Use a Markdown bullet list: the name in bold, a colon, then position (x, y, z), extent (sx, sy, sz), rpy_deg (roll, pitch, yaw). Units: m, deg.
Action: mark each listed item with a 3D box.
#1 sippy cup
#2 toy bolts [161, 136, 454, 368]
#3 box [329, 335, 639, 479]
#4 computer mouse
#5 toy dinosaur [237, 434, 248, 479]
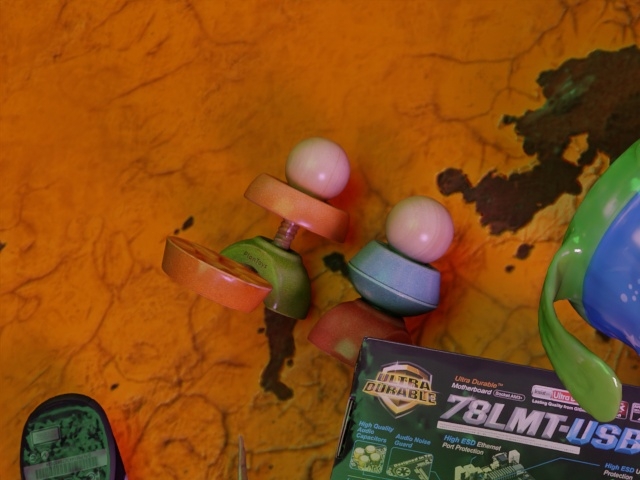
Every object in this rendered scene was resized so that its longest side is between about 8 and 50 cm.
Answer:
- **sippy cup**: position (0.335, 0.044, 1.436), extent (0.305, 0.240, 0.224), rpy_deg (-41, 53, 8)
- **toy bolts**: position (0.000, 0.000, 1.655), extent (0.228, 0.218, 0.158), rpy_deg (29, 96, 26)
- **box**: position (0.144, 0.244, 1.500), extent (0.295, 0.073, 0.293), rpy_deg (10, 69, 10)
- **computer mouse**: position (-0.246, 0.282, 1.737), extent (0.184, 0.060, 0.262), rpy_deg (-20, 72, 13)
- **toy dinosaur**: position (-0.031, 0.280, 1.636), extent (0.211, 0.064, 0.112), rpy_deg (37, 69, 25)
